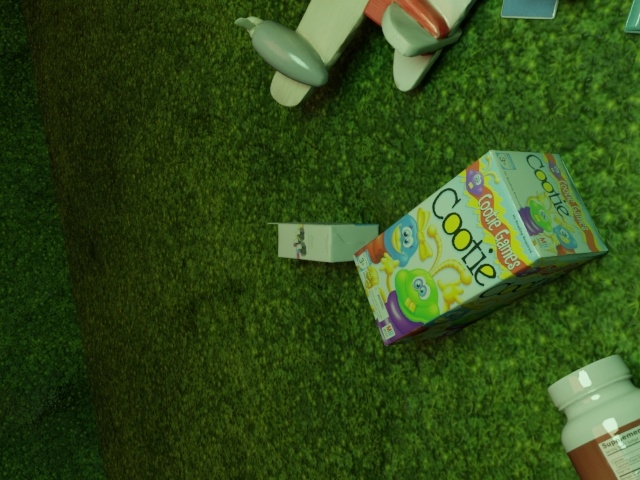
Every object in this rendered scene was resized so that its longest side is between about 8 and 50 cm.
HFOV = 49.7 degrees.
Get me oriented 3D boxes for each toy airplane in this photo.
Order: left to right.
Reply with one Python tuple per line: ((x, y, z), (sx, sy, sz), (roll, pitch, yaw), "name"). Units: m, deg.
((0.032, -0.387, 0.969), (0.384, 0.273, 0.385), (12, 104, 52), "toy airplane")

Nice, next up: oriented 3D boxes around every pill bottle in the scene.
((0.339, 0.239, 0.743), (0.121, 0.121, 0.216), (-49, 55, 41), "pill bottle")

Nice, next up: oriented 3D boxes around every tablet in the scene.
((0.271, -0.313, 0.889), (0.083, 0.006, 0.054), (23, 110, 48), "tablet")

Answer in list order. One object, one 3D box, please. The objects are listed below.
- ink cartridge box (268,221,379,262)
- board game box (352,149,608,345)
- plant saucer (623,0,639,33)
((0.000, 0.000, 1.167), (0.181, 0.104, 0.061), (4, 95, 52), "ink cartridge box")
((0.193, 0.017, 0.896), (0.275, 0.142, 0.144), (-40, 61, 45), "board game box")
((0.372, -0.236, 0.691), (0.192, 0.018, 0.067), (-114, 35, -68), "plant saucer")
